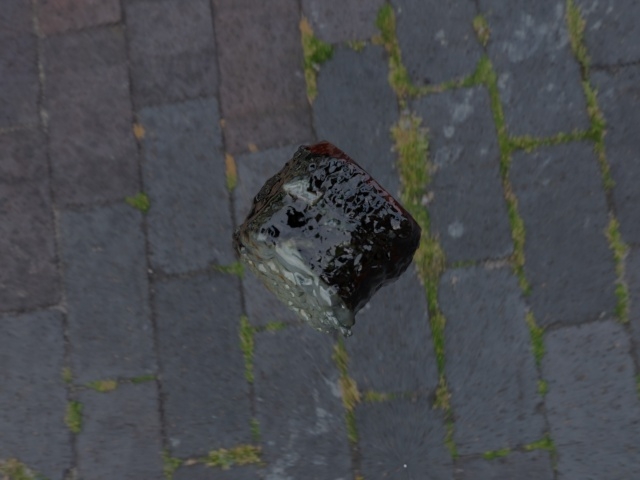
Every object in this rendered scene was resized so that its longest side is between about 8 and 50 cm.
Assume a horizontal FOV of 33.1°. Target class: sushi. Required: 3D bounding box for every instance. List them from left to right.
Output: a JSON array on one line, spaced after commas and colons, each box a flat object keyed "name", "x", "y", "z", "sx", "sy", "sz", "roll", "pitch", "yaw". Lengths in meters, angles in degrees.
[{"name": "sushi", "x": 0.000, "y": 0.000, "z": 0.924, "sx": 0.136, "sy": 0.225, "sz": 0.126, "roll": 44, "pitch": 87, "yaw": -3}]
